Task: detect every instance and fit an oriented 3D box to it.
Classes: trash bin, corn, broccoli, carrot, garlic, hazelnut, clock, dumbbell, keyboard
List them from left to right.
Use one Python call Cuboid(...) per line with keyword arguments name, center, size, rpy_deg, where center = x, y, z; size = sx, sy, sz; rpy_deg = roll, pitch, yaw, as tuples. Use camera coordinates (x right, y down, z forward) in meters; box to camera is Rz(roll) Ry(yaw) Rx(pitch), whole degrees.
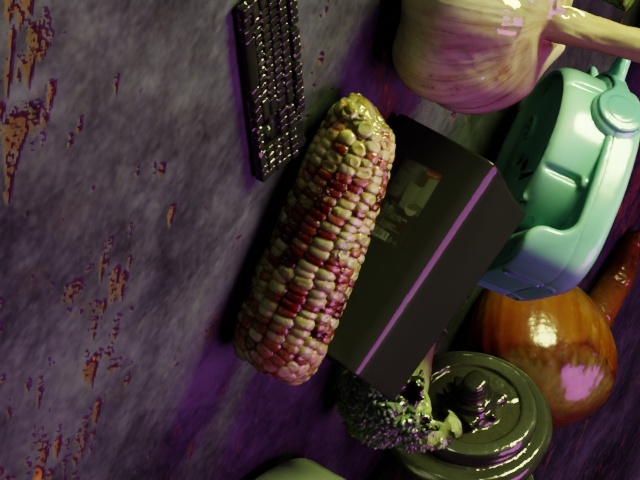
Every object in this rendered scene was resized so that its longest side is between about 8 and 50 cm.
Cuboid(name="keyboard", center=(-0.036, -0.124, 1.289), size=(0.060, 0.018, 0.195), rpy_deg=(-46, 152, -28))
Cuboid(name="corn", center=(0.000, 0.000, 1.415), size=(0.086, 0.086, 0.253), rpy_deg=(-1, 115, -64))
Cuboid(name="trash bin", center=(0.075, 0.022, 1.574), size=(0.225, 0.115, 0.165), rpy_deg=(-57, 158, -4))
Cuboid(name="broccoli", center=(0.091, 0.138, 1.744), size=(0.204, 0.122, 0.118), rpy_deg=(-58, 140, -52))
Cuboid(name="dumbbell", center=(0.158, 0.245, 1.886), size=(0.192, 0.192, 0.290), rpy_deg=(-45, 153, -35))
Cuboid(name="garlic", center=(0.187, -0.178, 1.436), size=(0.199, 0.226, 0.199), rpy_deg=(-53, 156, -35))
Cuboid(name="hazelnut", center=(0.268, 0.129, 1.999), size=(0.210, 0.186, 0.210), rpy_deg=(-24, 128, -34))
Cuboid(name="clock", center=(0.245, -0.075, 1.744), size=(0.223, 0.094, 0.274), rpy_deg=(150, -39, -74))
Cuboid(name="carrot", center=(0.411, 0.079, 2.414), size=(0.248, 0.059, 0.059), rpy_deg=(-57, 157, -20))

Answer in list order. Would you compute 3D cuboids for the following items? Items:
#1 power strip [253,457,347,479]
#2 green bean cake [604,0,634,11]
Cuboid(name="power strip", center=(-0.044, 0.405, 1.673), size=(0.357, 0.161, 0.357), rpy_deg=(-46, 153, -32))
Cuboid(name="green bean cake", center=(0.297, -0.353, 1.615), size=(0.200, 0.113, 0.214), rpy_deg=(-55, 157, -24))
